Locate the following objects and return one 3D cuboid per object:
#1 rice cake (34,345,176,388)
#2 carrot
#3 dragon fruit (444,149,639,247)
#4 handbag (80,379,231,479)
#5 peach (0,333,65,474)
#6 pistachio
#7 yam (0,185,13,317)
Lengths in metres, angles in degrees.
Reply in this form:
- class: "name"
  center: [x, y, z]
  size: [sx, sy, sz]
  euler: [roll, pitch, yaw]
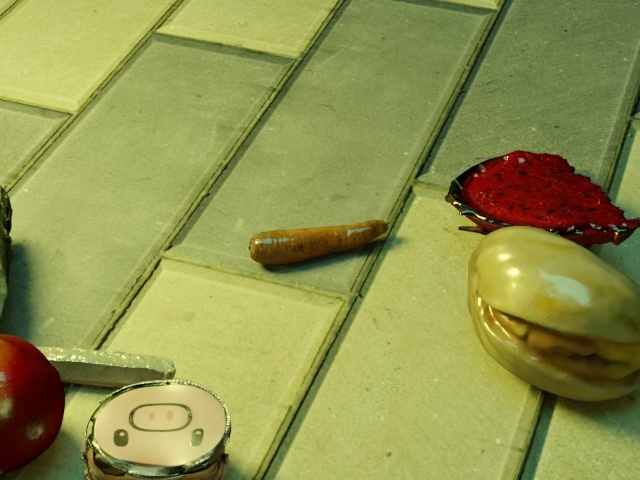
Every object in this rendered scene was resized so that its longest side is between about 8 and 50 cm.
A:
- class: "rice cake"
  center: [-0.342, 0.186, 1.884]
  size: [0.270, 0.055, 0.049]
  euler: [3, 28, 5]
- class: "carrot"
  center: [0.000, 0.000, 2.112]
  size: [0.248, 0.059, 0.059]
  euler: [-9, 40, -14]
- class: "dragon fruit"
  center: [0.336, -0.051, 2.127]
  size: [0.282, 0.100, 0.343]
  euler: [0, 25, -11]
- class: "handbag"
  center: [-0.220, 0.277, 1.719]
  size: [0.205, 0.116, 0.179]
  euler: [1, 40, 0]
- class: "peach"
  center: [-0.438, 0.229, 1.736]
  size: [0.197, 0.197, 0.197]
  euler: [0, 39, 0]
- class: "pistachio"
  center: [0.341, 0.098, 1.860]
  size: [0.309, 0.230, 0.230]
  euler: [27, 46, 25]
- class: "yam"
  center: [-0.570, 0.009, 1.996]
  size: [0.202, 0.201, 0.271]
  euler: [34, 13, -24]
